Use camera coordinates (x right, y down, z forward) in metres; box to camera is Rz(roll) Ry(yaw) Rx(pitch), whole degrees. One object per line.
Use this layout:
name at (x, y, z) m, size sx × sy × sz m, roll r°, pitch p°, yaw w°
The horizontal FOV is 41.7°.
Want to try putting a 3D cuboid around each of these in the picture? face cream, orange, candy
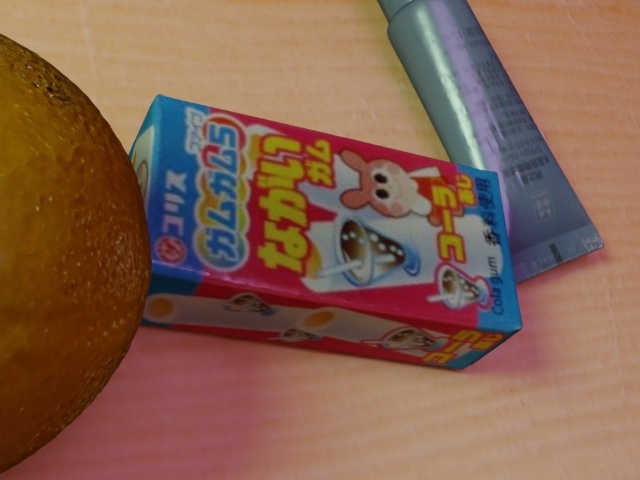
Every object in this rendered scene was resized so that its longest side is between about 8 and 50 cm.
face cream at (0.148, -0.145, 0.844) m, size 0.136 × 0.086 × 0.385 m, roll -18°, pitch 76°, yaw -31°
orange at (-0.223, 0.007, 0.448) m, size 0.274 × 0.274 × 0.274 m, roll 13°, pitch 56°, yaw -20°
candy at (0.000, 0.000, 0.669) m, size 0.306 × 0.100 × 0.157 m, roll 11°, pitch 58°, yaw -20°
